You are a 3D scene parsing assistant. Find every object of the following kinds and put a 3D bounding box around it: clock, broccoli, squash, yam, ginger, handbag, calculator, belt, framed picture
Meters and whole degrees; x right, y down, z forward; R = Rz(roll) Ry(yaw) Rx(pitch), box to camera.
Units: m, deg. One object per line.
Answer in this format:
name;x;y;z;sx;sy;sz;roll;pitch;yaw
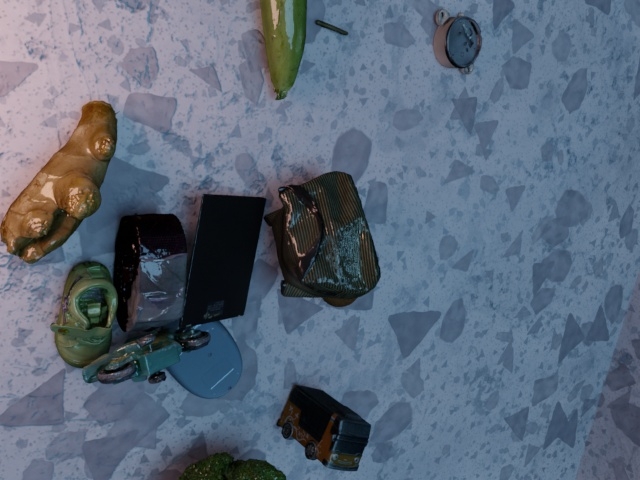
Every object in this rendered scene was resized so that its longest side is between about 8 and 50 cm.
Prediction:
clock;0.420;-0.602;1.908;0.155;0.063;0.229;-46;125;-13
broccoli;-0.279;0.751;1.706;0.413;0.321;0.310;-37;92;-17
squash;-0.088;-0.535;1.557;0.118;0.118;0.370;-14;112;-30
yam;0.031;-0.571;1.688;0.107;0.014;0.014;9;99;-35
ginger;-0.532;-0.131;1.308;0.166;0.236;0.375;21;88;-21
handbag;0.000;0.000;1.662;0.240;0.247;0.340;-9;75;-19
calculator;-0.323;0.304;1.694;0.188;0.042;0.302;-41;122;-16
belt;-0.394;0.078;1.495;0.164;0.184;0.289;-3;108;-39
framed picture;-0.248;0.049;1.621;0.255;0.014;0.338;-4;108;-59

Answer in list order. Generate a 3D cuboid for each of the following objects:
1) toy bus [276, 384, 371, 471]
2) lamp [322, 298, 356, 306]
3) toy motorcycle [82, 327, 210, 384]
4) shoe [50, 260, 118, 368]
toy bus;0.011;0.547;1.845;0.138;0.275;0.167;22;90;-36
lamp;0.055;0.127;1.836;0.136;0.136;0.136;-10;109;-31
toy motorcycle;-0.422;0.270;1.514;0.296;0.198;0.109;-20;102;-50
shoe;-0.552;0.180;1.469;0.140;0.128;0.262;6;98;-21
